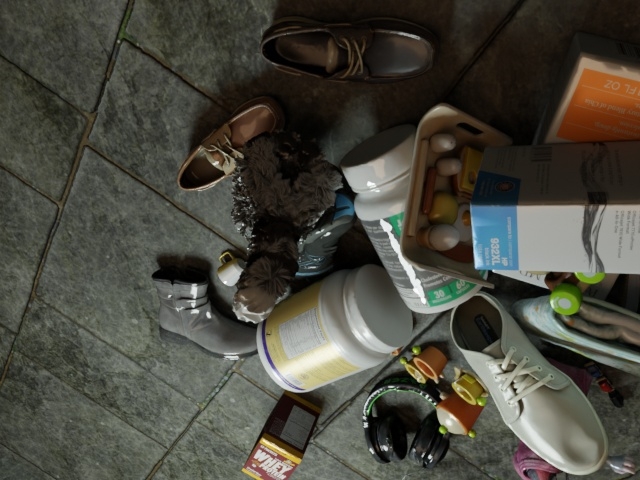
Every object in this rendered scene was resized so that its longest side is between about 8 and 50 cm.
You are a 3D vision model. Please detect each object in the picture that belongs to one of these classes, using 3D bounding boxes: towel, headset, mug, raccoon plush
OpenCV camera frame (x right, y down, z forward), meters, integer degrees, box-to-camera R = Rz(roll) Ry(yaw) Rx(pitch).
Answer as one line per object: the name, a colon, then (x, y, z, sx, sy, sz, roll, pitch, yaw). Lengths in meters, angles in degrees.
towel: (0.601, 0.209, 1.225, 0.374, 0.320, 0.090, 22, 82, 6)
headset: (0.237, 0.572, 1.650, 0.243, 0.185, 0.395, 0, 110, 21)
mug: (-0.234, 0.074, 1.586, 0.064, 0.062, 0.078, -37, 110, 26)
raccoon plush: (-0.139, -0.028, 1.255, 0.216, 0.447, 0.299, 32, 152, -8)

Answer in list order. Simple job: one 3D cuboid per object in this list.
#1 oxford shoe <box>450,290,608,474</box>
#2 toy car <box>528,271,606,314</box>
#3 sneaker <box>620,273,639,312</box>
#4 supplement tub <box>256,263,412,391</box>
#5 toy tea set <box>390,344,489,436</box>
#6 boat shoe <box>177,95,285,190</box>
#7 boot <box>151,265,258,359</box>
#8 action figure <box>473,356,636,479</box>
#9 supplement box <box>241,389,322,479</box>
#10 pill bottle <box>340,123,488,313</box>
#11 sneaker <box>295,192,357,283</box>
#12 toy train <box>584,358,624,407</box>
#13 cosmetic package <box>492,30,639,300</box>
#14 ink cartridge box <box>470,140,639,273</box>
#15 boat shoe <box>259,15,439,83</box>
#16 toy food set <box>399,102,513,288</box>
oxford shoe: (0.416, 0.287, 1.267, 0.169, 0.130, 0.449, -39, 59, 12)
toy car: (0.404, 0.010, 1.063, 0.188, 0.155, 0.149, 32, 128, 15)
sneaker: (0.694, 0.038, 1.190, 0.153, 0.099, 0.282, 6, 130, 23)
supplement tub: (0.031, 0.213, 1.454, 0.331, 0.241, 0.241, -30, 107, 35)
toy tea set: (0.256, 0.346, 1.472, 0.336, 0.124, 0.200, 32, 157, 39)
boat shoe: (-0.208, -0.203, 1.361, 0.324, 0.116, 0.123, -35, 105, 34)
boot: (-0.315, 0.198, 1.666, 0.337, 0.118, 0.223, 8, 118, 11)
action figure: (0.499, 0.415, 1.333, 0.275, 0.370, 0.248, 34, 131, -10)
supplement box: (-0.114, 0.595, 1.789, 0.129, 0.194, 0.191, 29, 126, 1)
pill bottle: (0.195, -0.044, 1.259, 0.204, 0.204, 0.361, -18, 114, 29)
sneaker: (0.000, 0.000, 1.408, 0.139, 0.125, 0.340, 34, 145, -16)
toy train: (0.677, 0.343, 1.431, 0.027, 0.036, 0.158, -32, 106, 33)
cosmetic package: (0.504, -0.124, 1.122, 0.229, 0.161, 0.454, 17, 126, 10)
ink cartridge box: (0.411, -0.058, 0.958, 0.307, 0.223, 0.129, 1, 121, 22)
boat shoe: (0.046, -0.356, 1.161, 0.355, 0.130, 0.133, 6, 123, 17)
toy food set: (0.273, -0.078, 1.131, 0.219, 0.306, 0.092, 15, 173, -35)
